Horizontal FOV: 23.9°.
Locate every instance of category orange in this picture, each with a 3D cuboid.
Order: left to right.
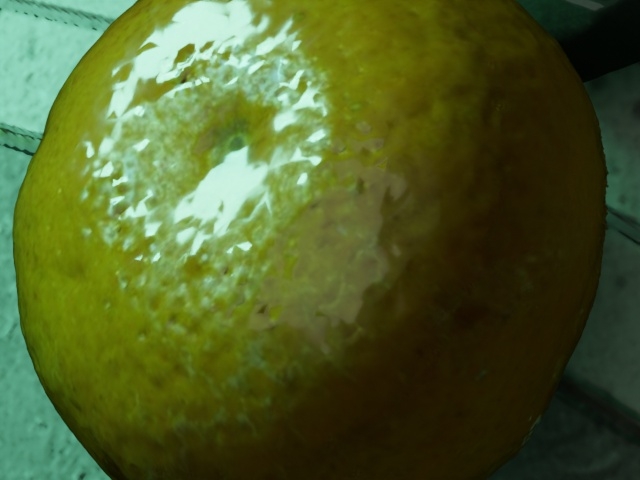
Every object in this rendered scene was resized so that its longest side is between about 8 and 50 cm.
[{"bbox_3d":[0.000,0.000,0.551,0.224,0.170,0.224,-7,73,22],"label":"orange"}]

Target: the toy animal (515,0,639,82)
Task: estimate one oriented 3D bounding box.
[{"bbox_3d":[0.132,-0.167,0.587,0.146,0.115,0.245,45,117,30],"label":"toy animal"}]
